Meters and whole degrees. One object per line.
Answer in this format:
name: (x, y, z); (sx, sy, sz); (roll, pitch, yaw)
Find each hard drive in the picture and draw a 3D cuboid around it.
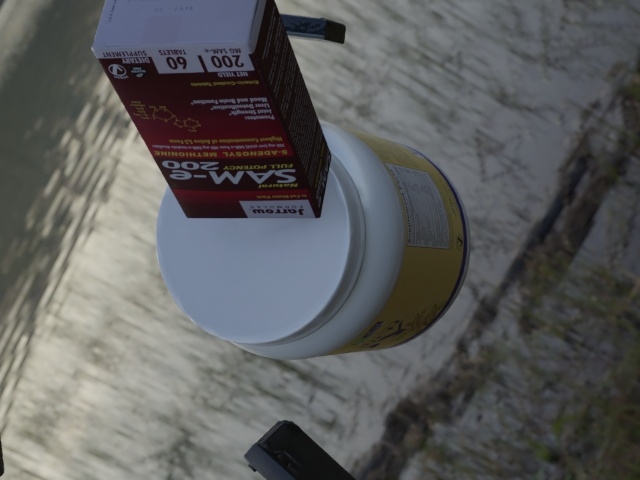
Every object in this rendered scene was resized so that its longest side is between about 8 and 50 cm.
hard drive: (-0.049, -0.215, 1.368); (0.094, 0.135, 0.022); (-21, -61, -76)

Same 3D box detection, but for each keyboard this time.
keyboard: (0.024, 0.192, 0.892); (0.023, 0.180, 0.108); (-50, -6, 14)

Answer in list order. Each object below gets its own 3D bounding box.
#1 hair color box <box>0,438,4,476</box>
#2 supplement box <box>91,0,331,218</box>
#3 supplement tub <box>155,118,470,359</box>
hair color box: (-0.488, 0.126, 1.467); (0.110, 0.339, 0.185); (-40, -25, -32)
supplement box: (-0.081, -0.110, 1.129); (0.239, 0.130, 0.073); (66, -151, -55)
supplement tub: (0.000, 0.000, 1.424); (0.241, 0.241, 0.331); (-58, -21, 12)
